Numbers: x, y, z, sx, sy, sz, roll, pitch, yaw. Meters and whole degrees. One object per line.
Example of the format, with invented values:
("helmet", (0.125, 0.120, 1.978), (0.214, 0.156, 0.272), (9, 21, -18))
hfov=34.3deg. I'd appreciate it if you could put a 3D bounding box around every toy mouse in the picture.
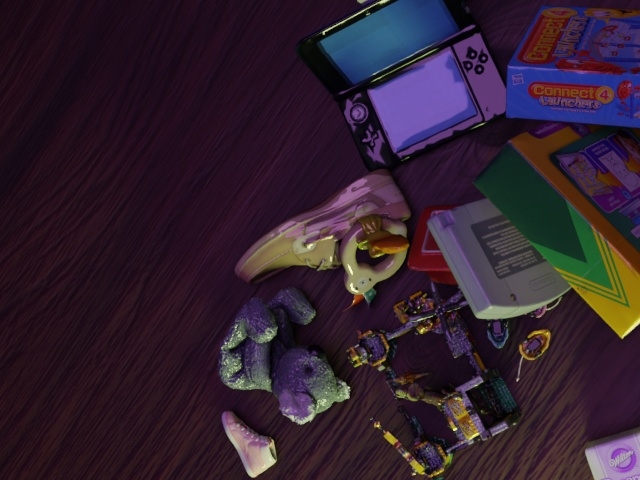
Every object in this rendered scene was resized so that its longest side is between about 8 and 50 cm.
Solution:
("toy mouse", (0.341, 0.137, 1.804), (0.143, 0.031, 0.161), (42, 101, 15))

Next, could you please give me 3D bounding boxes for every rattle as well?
("rattle", (0.102, 0.066, 1.805), (0.143, 0.130, 0.199), (37, 115, 44))

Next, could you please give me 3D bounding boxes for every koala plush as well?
("koala plush", (-0.058, 0.231, 1.866), (0.221, 0.196, 0.203), (39, 112, 16))

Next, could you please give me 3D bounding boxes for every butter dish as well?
("butter dish", (0.247, 0.023, 1.803), (0.160, 0.118, 0.160), (-1, 44, 22))

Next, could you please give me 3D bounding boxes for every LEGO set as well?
("LEGO set", (0.187, 0.247, 1.767), (0.255, 0.192, 0.331), (-22, 81, 17))

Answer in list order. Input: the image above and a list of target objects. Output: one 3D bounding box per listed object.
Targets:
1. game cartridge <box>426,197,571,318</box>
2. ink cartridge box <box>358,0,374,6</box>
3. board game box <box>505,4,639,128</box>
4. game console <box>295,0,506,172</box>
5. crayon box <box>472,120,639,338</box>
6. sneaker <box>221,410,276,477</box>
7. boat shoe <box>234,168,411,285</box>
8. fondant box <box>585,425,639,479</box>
("game cartridge", (0.314, 0.020, 1.693), (0.062, 0.297, 0.198), (-32, 79, 45))
("ink cartridge box", (0.198, -0.490, 1.784), (0.283, 0.207, 0.117), (-24, 75, 16))
("board game box", (0.470, -0.278, 1.632), (0.302, 0.308, 0.086), (7, 122, 19))
("game console", (0.147, -0.282, 1.801), (0.293, 0.173, 0.250), (-25, 85, 19))
("crayon box", (0.451, -0.050, 1.599), (0.313, 0.363, 0.106), (50, 130, 14))
("sneaker", (-0.128, 0.370, 1.948), (0.070, 0.051, 0.134), (-30, 82, 14))
("boat shoe", (0.000, 0.000, 1.879), (0.341, 0.121, 0.110), (-32, 80, 13))
("fondant box", (0.597, 0.453, 1.671), (0.238, 0.096, 0.330), (-22, 80, 17))
